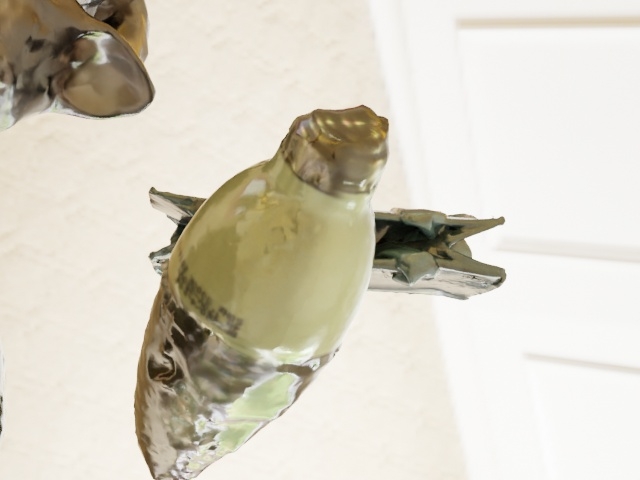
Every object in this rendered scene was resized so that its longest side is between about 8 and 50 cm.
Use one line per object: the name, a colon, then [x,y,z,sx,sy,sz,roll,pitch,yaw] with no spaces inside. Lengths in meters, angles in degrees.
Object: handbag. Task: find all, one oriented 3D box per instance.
handbag: [0.000,0.000,1.109,0.179,0.229,0.062,137,-43,-84]

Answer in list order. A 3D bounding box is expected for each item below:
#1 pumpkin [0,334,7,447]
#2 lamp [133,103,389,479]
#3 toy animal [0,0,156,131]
pumpkin: [-0.297,0.042,0.786,0.256,0.303,0.225,-29,105,-26]
lamp: [-0.034,0.034,0.852,0.101,0.101,0.250,-19,145,-48]
toy animal: [-0.214,-0.184,1.166,0.344,0.194,0.303,-69,148,-50]
